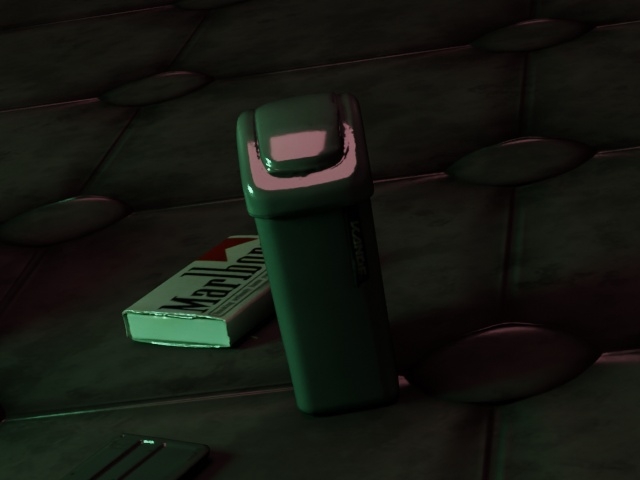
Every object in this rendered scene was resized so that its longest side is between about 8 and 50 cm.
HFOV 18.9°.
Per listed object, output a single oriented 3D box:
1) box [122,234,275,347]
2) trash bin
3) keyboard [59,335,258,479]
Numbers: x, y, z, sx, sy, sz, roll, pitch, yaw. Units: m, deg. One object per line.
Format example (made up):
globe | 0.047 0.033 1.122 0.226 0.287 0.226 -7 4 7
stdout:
box | -0.083 0.045 1.747 0.115 0.036 0.177 2 24 33
trash bin | 0.000 0.000 1.531 0.101 0.236 0.177 -10 19 0
keyboard | -0.164 0.183 1.426 0.103 0.041 0.381 4 31 34
